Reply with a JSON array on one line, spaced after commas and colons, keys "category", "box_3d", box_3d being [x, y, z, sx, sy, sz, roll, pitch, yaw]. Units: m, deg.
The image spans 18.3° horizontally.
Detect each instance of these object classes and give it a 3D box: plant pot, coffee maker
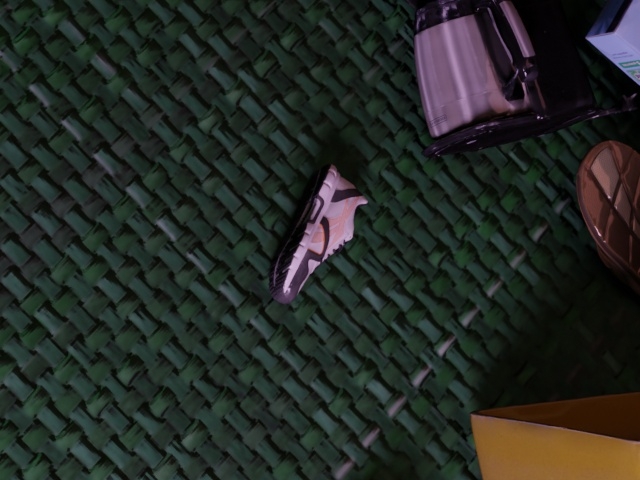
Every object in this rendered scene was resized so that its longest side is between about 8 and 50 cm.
[{"category": "plant pot", "box_3d": [0.249, 0.209, 1.374, 0.212, 0.212, 0.187, -5, 93, -28]}, {"category": "coffee maker", "box_3d": [0.128, -0.163, 1.454, 0.171, 0.120, 0.178, -9, 83, -53]}]

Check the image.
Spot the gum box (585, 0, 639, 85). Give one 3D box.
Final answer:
[{"category": "gum box", "box_3d": [0.304, -0.158, 1.463, 0.184, 0.041, 0.157, 37, 74, -21]}]

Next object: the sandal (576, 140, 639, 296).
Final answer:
[{"category": "sandal", "box_3d": [0.242, 0.003, 1.502, 0.072, 0.049, 0.180, -50, 117, -21]}]

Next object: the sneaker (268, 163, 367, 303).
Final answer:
[{"category": "sneaker", "box_3d": [0.000, 0.000, 1.379, 0.044, 0.040, 0.109, 34, 66, -18]}]
